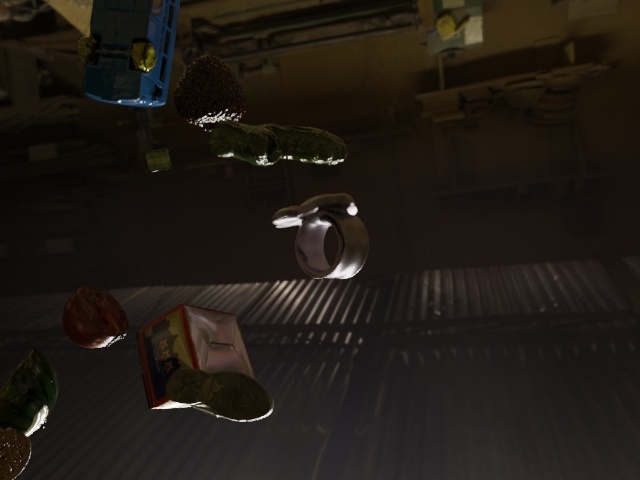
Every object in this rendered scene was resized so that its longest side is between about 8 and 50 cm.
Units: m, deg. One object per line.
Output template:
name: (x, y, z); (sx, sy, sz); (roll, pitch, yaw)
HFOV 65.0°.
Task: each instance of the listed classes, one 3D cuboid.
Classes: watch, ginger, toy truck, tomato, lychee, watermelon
watch: (0.000, 0.000, 1.362); (0.210, 0.218, 0.248); (5, 161, -44)
ginger: (-0.090, -0.201, 1.065); (0.289, 0.089, 0.137); (3, -166, -10)
toy truck: (-0.388, -0.473, 1.061); (0.160, 0.386, 0.162); (9, -178, 7)
tomato: (-0.492, 0.175, 1.078); (0.091, 0.139, 0.159); (-37, -179, 5)
lychee: (-0.293, -0.380, 1.323); (0.194, 0.195, 0.194); (-9, -169, 2)
watermelon: (-0.959, 0.524, 1.626); (0.330, 0.189, 0.331); (-39, -157, 20)

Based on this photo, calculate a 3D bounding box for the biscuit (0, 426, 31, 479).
biscuit: (-0.885, 0.590, 1.376); (0.050, 0.171, 0.170); (12, -160, 28)

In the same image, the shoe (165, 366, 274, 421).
shoe: (-0.279, 0.477, 1.538); (0.341, 0.132, 0.211); (4, 156, 21)

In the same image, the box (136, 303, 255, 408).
box: (-0.486, 0.460, 1.972); (0.256, 0.319, 0.348); (-30, 155, 18)

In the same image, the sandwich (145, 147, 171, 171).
sandwich: (-0.595, -0.298, 1.849); (0.074, 0.074, 0.116); (-11, -164, -10)
